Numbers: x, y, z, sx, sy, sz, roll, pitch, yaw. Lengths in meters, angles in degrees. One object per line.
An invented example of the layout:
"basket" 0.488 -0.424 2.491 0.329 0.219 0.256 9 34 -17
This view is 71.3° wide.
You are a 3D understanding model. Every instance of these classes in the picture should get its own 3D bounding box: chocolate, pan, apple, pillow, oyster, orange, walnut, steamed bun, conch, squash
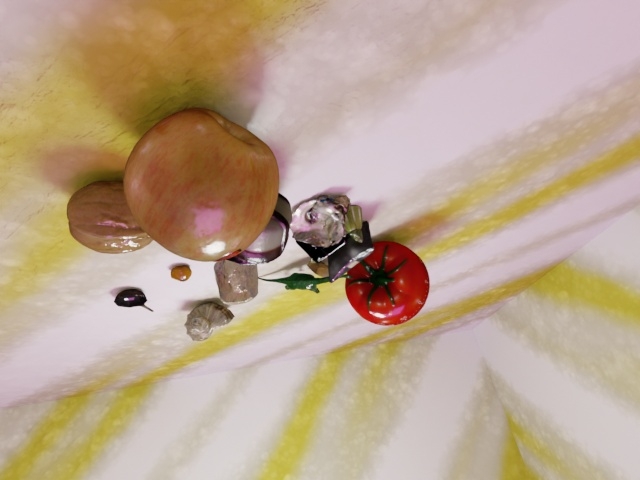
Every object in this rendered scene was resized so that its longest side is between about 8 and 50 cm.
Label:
"chocolate" -0.222 -0.077 1.452 0.283 0.284 0.186 -2 134 -20
"pan" -0.837 0.269 1.996 0.128 0.048 0.202 -8 150 -8
"apple" -0.295 -0.147 1.147 0.391 0.391 0.346 21 118 -47
"pillow" 0.115 0.046 1.840 0.106 0.186 0.250 36 117 -27
"oyster" -0.005 -0.076 1.670 0.222 0.083 0.214 11 114 5
"orange" -0.580 0.140 1.861 0.086 0.062 0.086 -13 150 -7
"walnut" -0.605 -0.069 1.325 0.260 0.225 0.225 2 148 -24
"steamed bun" -0.344 0.154 1.816 0.170 0.226 0.200 1 150 -25
"conch" -0.561 0.383 2.226 0.210 0.159 0.291 -32 -174 16
"squash" 0.128 -0.056 1.741 0.105 0.132 0.105 -12 153 -6

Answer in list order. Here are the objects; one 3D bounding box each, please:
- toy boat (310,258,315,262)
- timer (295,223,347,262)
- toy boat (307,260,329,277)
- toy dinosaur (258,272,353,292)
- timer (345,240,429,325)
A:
"toy boat" 0.001 0.028 1.903 0.089 0.071 0.185 4 148 -32
"timer" 0.000 0.000 1.795 0.144 0.055 0.187 46 127 -8
"toy boat" 0.011 0.135 2.101 0.064 0.072 0.206 -50 141 11
"toy dinosaur" -0.082 0.179 1.990 0.446 0.087 0.301 2 169 3
"timer" 0.301 0.196 2.018 0.378 0.378 0.279 -24 152 18
